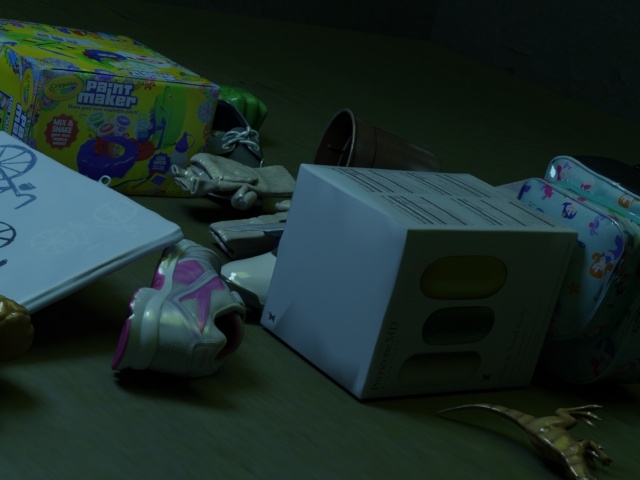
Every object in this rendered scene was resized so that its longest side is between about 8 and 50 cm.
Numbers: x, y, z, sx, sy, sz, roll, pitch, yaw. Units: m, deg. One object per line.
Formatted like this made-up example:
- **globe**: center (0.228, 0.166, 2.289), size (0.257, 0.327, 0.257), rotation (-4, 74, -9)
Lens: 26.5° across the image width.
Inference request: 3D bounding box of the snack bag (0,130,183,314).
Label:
- **snack bag**: center (-0.357, -0.004, 1.424), size (0.342, 0.037, 0.323), rotation (25, 38, 34)

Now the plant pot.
- **plant pot**: center (0.087, -0.099, 2.086), size (0.165, 0.167, 0.167), rotation (16, 15, -20)

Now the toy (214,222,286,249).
- **toy**: center (0.000, 0.000, 1.752), size (0.237, 0.056, 0.137), rotation (-7, 5, -33)

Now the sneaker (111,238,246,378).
- **sneaker**: center (-0.131, 0.081, 1.401), size (0.111, 0.103, 0.252), rotation (19, 22, 1)

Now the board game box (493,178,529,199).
- **board game box**: center (0.368, 0.029, 1.893), size (0.318, 0.066, 0.318), rotation (34, 17, 17)

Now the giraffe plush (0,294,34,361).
- **giraffe plush**: center (-0.342, 0.018, 1.184), size (0.181, 0.171, 0.210), rotation (4, 34, -3)

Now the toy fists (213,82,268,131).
- **toy fists**: center (-0.229, -0.227, 2.344), size (0.279, 0.096, 0.142), rotation (3, 9, -29)

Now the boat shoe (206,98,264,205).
- **boat shoe**: center (-0.145, -0.140, 2.103), size (0.116, 0.099, 0.319), rotation (13, 17, -17)

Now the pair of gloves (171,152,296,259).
- **pair of gloves**: center (-0.083, -0.052, 1.877), size (0.204, 0.042, 0.240), rotation (3, 33, -33)

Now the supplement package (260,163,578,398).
- **supplement package**: center (0.110, 0.043, 1.529), size (0.262, 0.199, 0.198), rotation (1, 21, -39)

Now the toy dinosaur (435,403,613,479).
- **toy dinosaur**: center (0.229, 0.194, 1.373), size (0.112, 0.064, 0.211), rotation (1, 21, -36)

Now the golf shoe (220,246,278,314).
- **golf shoe**: center (-0.017, 0.025, 1.634), size (0.272, 0.120, 0.105), rotation (-3, 25, -43)

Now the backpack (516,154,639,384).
- **backpack**: center (0.327, 0.046, 1.623), size (0.191, 0.254, 0.225), rotation (-2, 26, -35)

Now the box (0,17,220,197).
- **box**: center (-0.352, -0.195, 1.972), size (0.289, 0.177, 0.279), rotation (2, 20, -39)
